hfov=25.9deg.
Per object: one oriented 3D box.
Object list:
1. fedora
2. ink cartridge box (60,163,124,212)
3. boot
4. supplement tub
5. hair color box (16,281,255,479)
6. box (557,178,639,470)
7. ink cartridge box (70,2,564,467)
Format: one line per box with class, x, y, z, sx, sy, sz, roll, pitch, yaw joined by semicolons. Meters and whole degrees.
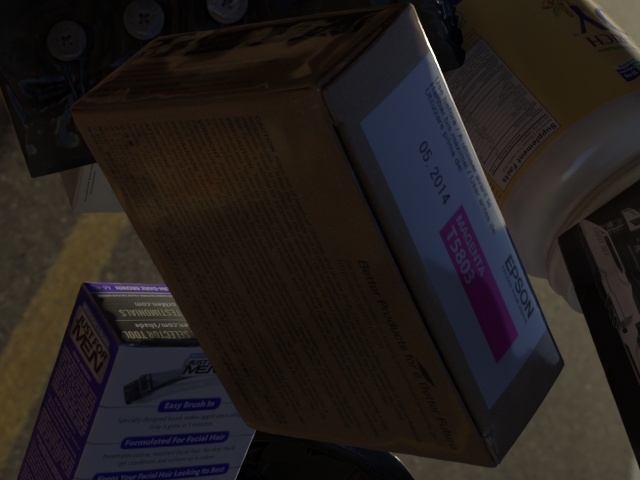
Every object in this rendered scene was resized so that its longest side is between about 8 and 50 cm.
fedora;0.001;0.268;1.806;0.334;0.334;0.153;49;49;-30
ink cartridge box;-0.217;-0.114;1.754;0.212;0.093;0.154;1;38;-25
boot;-0.117;-0.283;1.347;0.146;0.445;0.367;7;71;-73
supplement tub;0.239;-0.113;1.421;0.241;0.241;0.331;23;26;-56
hair color box;-0.180;0.207;1.351;0.185;0.339;0.110;3;33;-36
box;0.340;0.040;1.091;0.076;0.307;0.243;-5;69;-33
ink cartridge box;0.000;0.000;0.748;0.088;0.193;0.235;-46;123;-36
